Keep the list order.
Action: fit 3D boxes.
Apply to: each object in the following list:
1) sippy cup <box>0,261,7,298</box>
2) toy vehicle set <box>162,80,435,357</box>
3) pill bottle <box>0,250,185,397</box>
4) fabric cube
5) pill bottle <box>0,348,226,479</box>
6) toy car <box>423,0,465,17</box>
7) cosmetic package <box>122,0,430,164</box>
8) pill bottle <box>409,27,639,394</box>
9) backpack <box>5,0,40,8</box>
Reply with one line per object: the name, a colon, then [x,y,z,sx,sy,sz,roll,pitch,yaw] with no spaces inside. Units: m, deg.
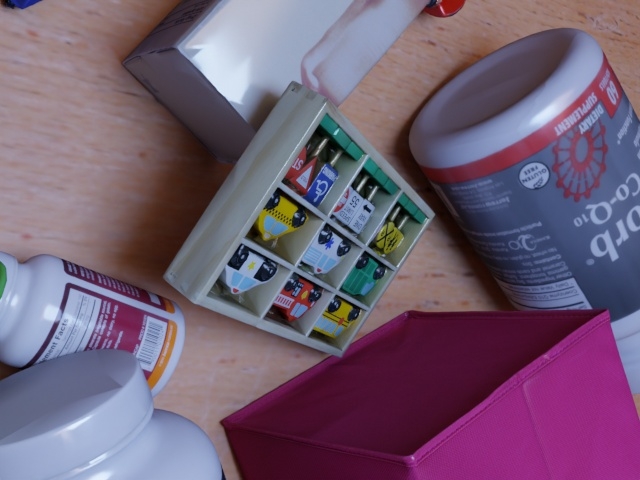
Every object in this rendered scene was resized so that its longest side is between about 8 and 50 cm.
sippy cup: [-0.303,-0.075,0.433,0.240,0.224,0.305,2,120,-6]
toy vehicle set: [0.000,0.000,0.680,0.166,0.035,0.267,-57,152,0]
pill bottle: [-0.185,0.061,0.618,0.152,0.086,0.086,26,72,-32]
fabric cube: [0.116,0.225,0.727,0.259,0.254,0.258,-25,100,-34]
pill bottle: [-0.132,0.244,0.563,0.182,0.182,0.322,-26,110,-35]
toy car: [0.074,-0.372,0.862,0.239,0.053,0.224,26,71,-33]
cosmetic package: [-0.005,-0.210,0.695,0.296,0.153,0.129,-49,116,-13]
pill bottle: [0.271,-0.022,0.885,0.210,0.210,0.363,-50,115,-28]
backpack: [-0.210,-0.254,0.616,0.098,0.101,0.120,-42,107,-38]
